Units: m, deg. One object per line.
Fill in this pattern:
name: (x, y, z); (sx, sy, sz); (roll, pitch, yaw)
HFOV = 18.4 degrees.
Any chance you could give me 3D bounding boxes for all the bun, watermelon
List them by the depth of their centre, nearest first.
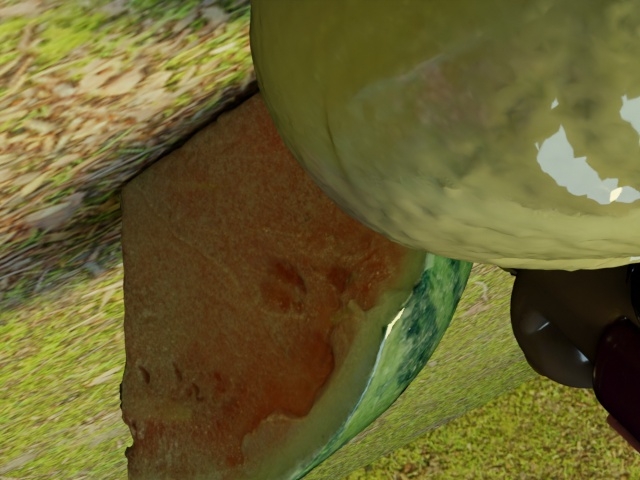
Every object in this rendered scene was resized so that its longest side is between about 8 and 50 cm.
bun: (0.158, -0.103, 0.756); (0.361, 0.213, 0.361); (-27, 170, -5)
watermelon: (0.000, 0.000, 1.000); (0.260, 0.256, 0.176); (-27, 126, 34)

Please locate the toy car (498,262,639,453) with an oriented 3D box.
toy car: (0.242, -0.047, 1.155); (0.340, 0.240, 0.271); (-51, 152, 13)
